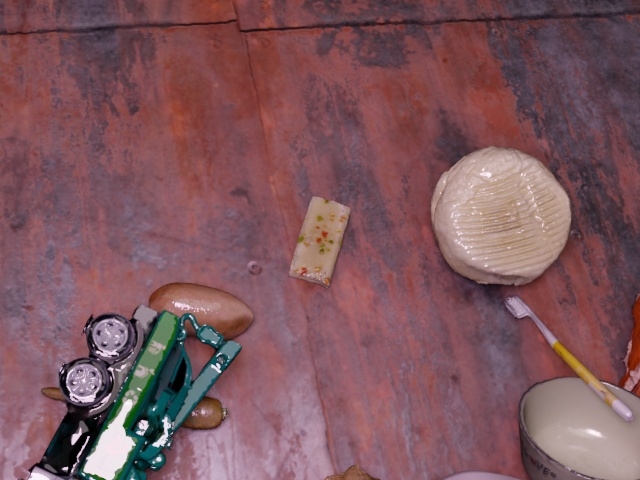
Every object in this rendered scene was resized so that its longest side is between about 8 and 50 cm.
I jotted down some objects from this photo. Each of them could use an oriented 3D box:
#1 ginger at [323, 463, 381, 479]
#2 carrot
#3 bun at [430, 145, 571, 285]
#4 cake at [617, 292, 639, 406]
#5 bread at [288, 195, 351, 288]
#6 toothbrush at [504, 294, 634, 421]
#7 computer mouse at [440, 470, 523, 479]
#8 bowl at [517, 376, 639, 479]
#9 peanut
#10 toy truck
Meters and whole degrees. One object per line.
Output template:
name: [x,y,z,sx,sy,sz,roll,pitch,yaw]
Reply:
ginger: [0.059,0.377,1.185,0.096,0.067,0.165,-3,73,-13]
carrot: [-0.251,0.221,1.230,0.255,0.049,0.049,8,58,-1]
bun: [0.273,-0.035,1.427,0.221,0.134,0.220,0,87,-4]
cake: [0.510,0.173,1.386,0.098,0.135,0.287,24,38,9]
bread: [0.000,0.000,1.417,0.068,0.028,0.153,16,56,1]
toothbrush: [0.354,0.166,1.321,0.024,0.021,0.288,-25,39,-11]
computer mouse: [0.252,0.395,1.161,0.297,0.121,0.184,15,101,-3]
bowl: [0.366,0.292,1.241,0.212,0.112,0.211,2,31,-1]
peanut: [-0.170,0.102,1.296,0.152,0.076,0.076,12,58,-8]
toy truck: [-0.256,0.239,1.115,0.178,0.176,0.363,29,69,-2]
